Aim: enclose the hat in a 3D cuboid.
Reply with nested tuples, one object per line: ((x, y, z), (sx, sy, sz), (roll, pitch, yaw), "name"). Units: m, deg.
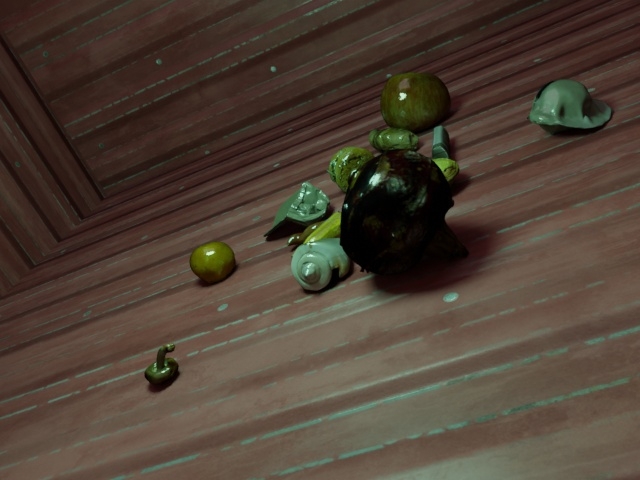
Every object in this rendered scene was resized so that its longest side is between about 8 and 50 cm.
((-0.081, -0.083, 2.071), (0.244, 0.149, 0.214), (-54, 7, 45), "hat")

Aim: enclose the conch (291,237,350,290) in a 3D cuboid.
((0.002, 0.038, 1.638), (0.158, 0.127, 0.255), (-17, 24, 21), "conch")

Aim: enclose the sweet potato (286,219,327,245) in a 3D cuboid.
((-0.017, -0.029, 1.892), (0.202, 0.058, 0.055), (-21, 21, 6), "sweet potato")

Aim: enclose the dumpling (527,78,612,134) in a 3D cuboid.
((0.787, -0.432, 1.814), (0.293, 0.163, 0.205), (-25, 15, -31), "dumpling")

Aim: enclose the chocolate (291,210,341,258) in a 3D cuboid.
((0.000, 0.000, 1.791), (0.219, 0.085, 0.086), (-39, 26, -24), "chocolate")

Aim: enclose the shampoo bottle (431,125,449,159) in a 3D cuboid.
((0.430, -0.336, 2.054), (0.056, 0.086, 0.227), (-18, 23, 21), "shampoo bottle")

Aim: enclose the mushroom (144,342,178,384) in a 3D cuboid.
((-0.404, 0.325, 1.494), (0.129, 0.073, 0.088), (-53, -5, 25), "mushroom")

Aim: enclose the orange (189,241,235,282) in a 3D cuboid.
((-0.365, 0.074, 1.952), (0.155, 0.134, 0.154), (-12, 3, 1), "orange")

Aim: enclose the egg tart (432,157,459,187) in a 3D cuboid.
((0.344, -0.188, 1.822), (0.213, 0.090, 0.212), (-20, 22, 8), "egg tart")

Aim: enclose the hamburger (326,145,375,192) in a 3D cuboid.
((0.116, -0.255, 2.111), (0.186, 0.177, 0.113), (-3, 24, -18), "hamburger")

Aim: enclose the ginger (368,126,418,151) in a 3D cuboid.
((0.287, -0.406, 2.324), (0.116, 0.109, 0.263), (-35, 24, -14), "ginger")

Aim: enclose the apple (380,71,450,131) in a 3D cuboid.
((0.400, -0.603, 2.455), (0.278, 0.249, 0.309), (-9, 26, 36), "apple")

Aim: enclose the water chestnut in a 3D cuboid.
((0.214, -0.054, 1.445), (0.347, 0.335, 0.335), (21, 31, 0), "water chestnut")
